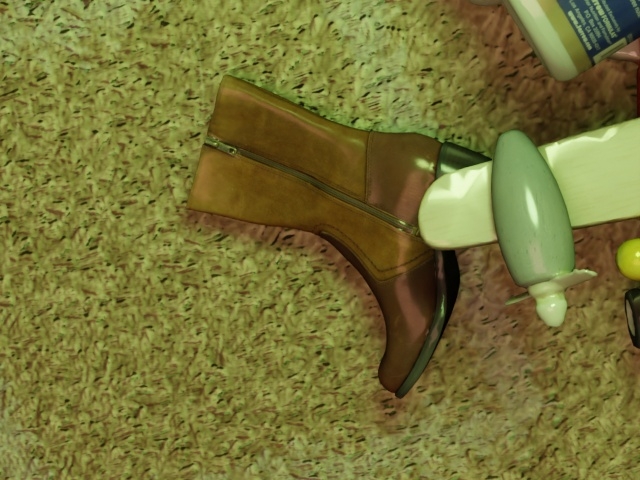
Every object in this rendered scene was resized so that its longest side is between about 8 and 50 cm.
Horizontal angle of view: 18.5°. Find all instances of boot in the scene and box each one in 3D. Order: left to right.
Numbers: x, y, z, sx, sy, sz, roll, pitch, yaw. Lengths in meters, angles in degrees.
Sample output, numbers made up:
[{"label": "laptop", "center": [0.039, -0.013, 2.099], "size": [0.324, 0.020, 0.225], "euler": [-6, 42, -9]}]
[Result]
[{"label": "boot", "center": [0.000, 0.000, 1.903], "size": [0.280, 0.096, 0.264], "euler": [16, 115, 8]}]

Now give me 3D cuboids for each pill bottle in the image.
[{"label": "pill bottle", "center": [0.265, -0.258, 1.584], "size": [0.265, 0.153, 0.153], "euler": [-32, 102, 6]}]

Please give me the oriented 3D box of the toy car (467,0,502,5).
[{"label": "toy car", "center": [0.171, -0.285, 1.719], "size": [0.182, 0.136, 0.159], "euler": [-10, 109, 17]}]

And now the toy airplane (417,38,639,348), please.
[{"label": "toy airplane", "center": [0.336, -0.052, 1.699], "size": [0.384, 0.272, 0.386], "euler": [35, 102, -12]}]
